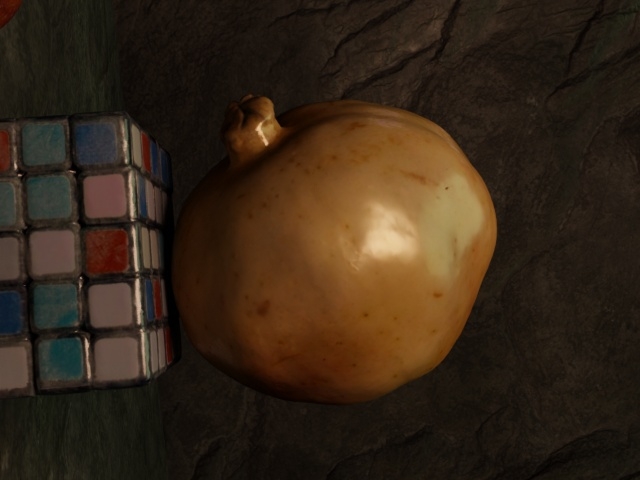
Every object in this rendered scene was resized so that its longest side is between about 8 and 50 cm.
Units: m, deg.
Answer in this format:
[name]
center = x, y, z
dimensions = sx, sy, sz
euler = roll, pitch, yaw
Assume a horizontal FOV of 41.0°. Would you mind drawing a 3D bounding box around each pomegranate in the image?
[pomegranate]
center = 0.000, 0.000, 1.057
dimensions = 0.411, 0.412, 0.411
euler = 176, -90, -88

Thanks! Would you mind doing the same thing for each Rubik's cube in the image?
[Rubik's cube]
center = -0.322, 0.023, 0.979
dimensions = 0.293, 0.292, 0.286
euler = 144, -58, -85

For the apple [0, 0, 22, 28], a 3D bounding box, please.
[apple]
center = -0.413, -0.314, 0.921
dimensions = 0.201, 0.162, 0.201
euler = 166, -90, -82
